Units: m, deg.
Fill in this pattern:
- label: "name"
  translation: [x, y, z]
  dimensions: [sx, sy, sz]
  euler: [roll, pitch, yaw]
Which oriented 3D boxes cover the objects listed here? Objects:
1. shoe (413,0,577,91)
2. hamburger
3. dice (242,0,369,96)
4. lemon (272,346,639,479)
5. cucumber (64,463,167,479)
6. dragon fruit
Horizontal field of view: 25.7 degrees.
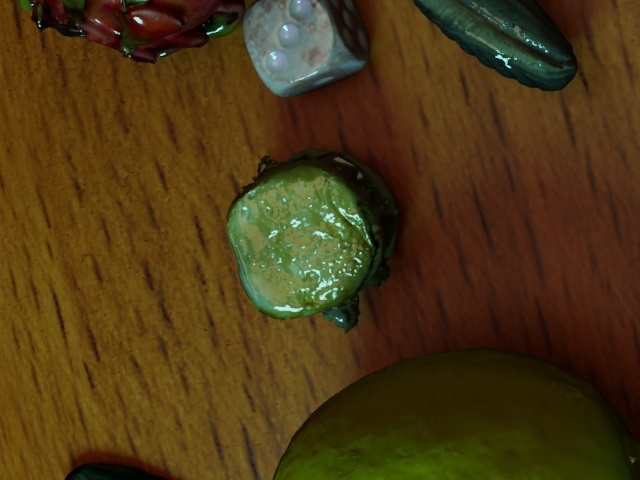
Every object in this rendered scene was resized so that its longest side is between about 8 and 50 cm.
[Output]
- label: "shoe"
  translation: [0.131, -0.283, 1.260]
  dimensions: [0.336, 0.132, 0.171]
  euler: [44, 99, 16]
- label: "hamburger"
  translation: [0.000, 0.000, 1.328]
  dimensions: [0.159, 0.131, 0.185]
  euler: [-17, 95, 13]
- label: "dice"
  translation: [-0.014, -0.192, 1.330]
  dimensions: [0.093, 0.094, 0.091]
  euler: [-21, 86, 20]
- label: "lemon"
  translation: [0.119, 0.252, 1.194]
  dimensions: [0.347, 0.348, 0.348]
  euler: [2, 95, 21]
- label: "cucumber"
  translation: [-0.174, 0.311, 1.454]
  dimensions: [0.243, 0.063, 0.115]
  euler: [23, 102, 20]
- label: "dragon fruit"
  translation: [-0.145, -0.284, 1.280]
  dimensions: [0.307, 0.227, 0.243]
  euler: [5, 99, 49]
